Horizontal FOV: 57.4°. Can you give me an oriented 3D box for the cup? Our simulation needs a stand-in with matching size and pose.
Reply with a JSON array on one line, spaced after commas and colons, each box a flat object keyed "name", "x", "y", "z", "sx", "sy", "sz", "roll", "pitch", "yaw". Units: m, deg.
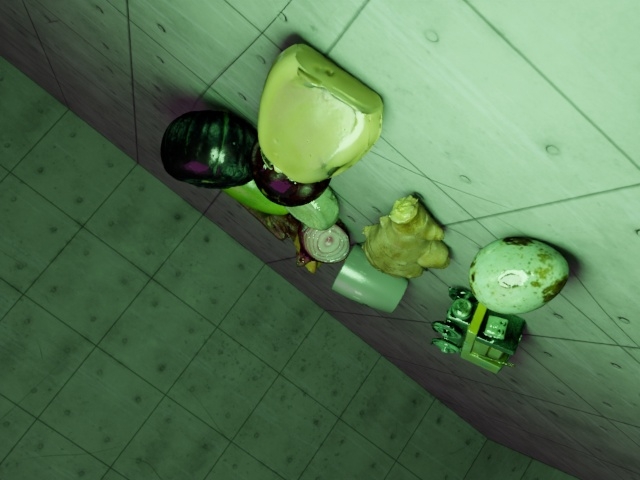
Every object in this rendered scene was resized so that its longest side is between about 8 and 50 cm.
[{"name": "cup", "x": 0.186, "y": 0.137, "z": 2.103, "sx": 0.234, "sy": 0.186, "sz": 0.258, "roll": 28, "pitch": -165, "yaw": 3}]

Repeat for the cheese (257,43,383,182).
[{"name": "cheese", "x": -0.019, "y": -0.236, "z": 1.238, "sx": 0.259, "sy": 0.128, "sz": 0.316, "roll": 38, "pitch": 136, "yaw": 3}]

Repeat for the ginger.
[{"name": "ginger", "x": 0.235, "y": 0.018, "z": 1.553, "sx": 0.236, "sy": 0.166, "sz": 0.375, "roll": 46, "pitch": 172, "yaw": 0}]

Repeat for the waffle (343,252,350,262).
[{"name": "waffle", "x": 0.115, "y": 0.060, "z": 2.264, "sx": 0.191, "sy": 0.032, "sz": 0.125, "roll": 21, "pitch": 157, "yaw": 42}]

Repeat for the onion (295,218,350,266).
[{"name": "onion", "x": -0.010, "y": 0.006, "z": 2.003, "sx": 0.195, "sy": 0.218, "sz": 0.140, "roll": 36, "pitch": -165, "yaw": -26}]

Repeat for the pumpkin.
[{"name": "pumpkin", "x": -0.324, "y": -0.283, "z": 1.772, "sx": 0.315, "sy": 0.238, "sz": 0.315, "roll": 11, "pitch": 173, "yaw": 1}]

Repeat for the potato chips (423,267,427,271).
[{"name": "potato chips", "x": 0.249, "y": 0.038, "z": 1.849, "sx": 0.207, "sy": 0.028, "sz": 0.092, "roll": 34, "pitch": 168, "yaw": 19}]

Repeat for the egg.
[{"name": "egg", "x": 0.425, "y": 0.074, "z": 1.258, "sx": 0.169, "sy": 0.169, "sz": 0.231, "roll": 41, "pitch": 154, "yaw": -19}]

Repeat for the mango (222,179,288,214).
[{"name": "mango", "x": -0.244, "y": -0.201, "z": 2.013, "sx": 0.343, "sy": 0.156, "sz": 0.192, "roll": 33, "pitch": 174, "yaw": -1}]

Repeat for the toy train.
[{"name": "toy train", "x": 0.491, "y": 0.289, "z": 1.843, "sx": 0.253, "sy": 0.160, "sz": 0.397, "roll": 23, "pitch": 162, "yaw": 18}]

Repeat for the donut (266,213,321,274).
[{"name": "donut", "x": -0.064, "y": -0.037, "z": 2.173, "sx": 0.295, "sy": 0.112, "sz": 0.151, "roll": 46, "pitch": 136, "yaw": 19}]

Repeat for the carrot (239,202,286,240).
[{"name": "carrot", "x": -0.270, "y": -0.127, "z": 2.518, "sx": 0.342, "sy": 0.070, "sz": 0.070, "roll": 42, "pitch": 167, "yaw": 4}]

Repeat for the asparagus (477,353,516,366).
[{"name": "asparagus", "x": 0.534, "y": 0.364, "z": 1.767, "sx": 0.114, "sy": 0.014, "sz": 0.015, "roll": 14, "pitch": 174, "yaw": 15}]

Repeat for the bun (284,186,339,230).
[{"name": "bun", "x": -0.025, "y": -0.122, "z": 1.810, "sx": 0.195, "sy": 0.118, "sz": 0.195, "roll": 30, "pitch": 160, "yaw": 12}]

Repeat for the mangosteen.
[{"name": "mangosteen", "x": -0.054, "y": -0.196, "z": 1.492, "sx": 0.228, "sy": 0.228, "sz": 0.265, "roll": 27, "pitch": -164, "yaw": 34}]
